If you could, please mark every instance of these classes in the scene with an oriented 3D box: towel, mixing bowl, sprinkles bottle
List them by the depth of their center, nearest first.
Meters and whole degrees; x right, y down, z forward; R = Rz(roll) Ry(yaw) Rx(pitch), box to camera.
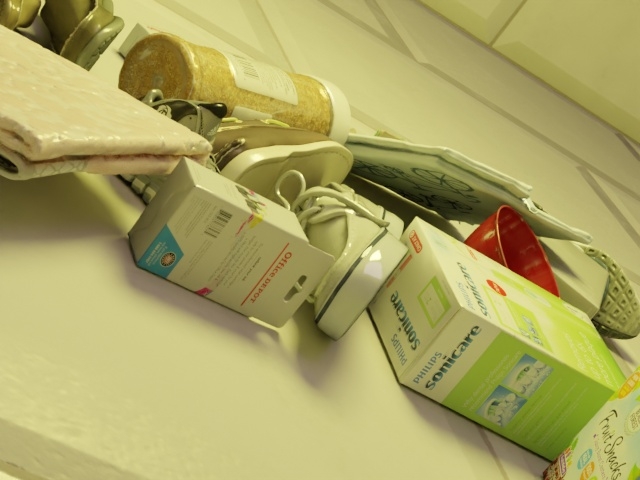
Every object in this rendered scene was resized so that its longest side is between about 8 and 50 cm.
[{"bbox_3d":[-0.311,-0.149,1.512,0.332,0.053,0.317,31,15,20],"label":"towel"},{"bbox_3d":[-0.101,-0.174,1.966,0.121,0.121,0.355,47,20,27],"label":"sprinkles bottle"},{"bbox_3d":[0.231,0.055,2.023,0.181,0.098,0.181,48,29,-38],"label":"mixing bowl"}]

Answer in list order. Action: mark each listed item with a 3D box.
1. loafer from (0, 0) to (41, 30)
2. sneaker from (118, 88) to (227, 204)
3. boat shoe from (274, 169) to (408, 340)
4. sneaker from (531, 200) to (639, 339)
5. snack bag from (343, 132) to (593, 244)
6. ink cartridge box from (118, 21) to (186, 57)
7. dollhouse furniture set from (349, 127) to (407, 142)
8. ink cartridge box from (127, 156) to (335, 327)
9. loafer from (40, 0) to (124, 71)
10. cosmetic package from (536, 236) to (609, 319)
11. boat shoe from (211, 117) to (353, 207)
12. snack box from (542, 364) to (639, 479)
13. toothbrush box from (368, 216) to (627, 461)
[{"bbox_3d":[-0.357,-0.276,1.835,0.050,0.056,0.148,26,20,-16],"label":"loafer"},{"bbox_3d":[-0.124,-0.077,1.653,0.228,0.132,0.086,42,18,15],"label":"sneaker"},{"bbox_3d":[0.005,-0.007,1.730,0.156,0.136,0.367,37,14,-4],"label":"boat shoe"},{"bbox_3d":[0.405,0.044,2.438,0.297,0.111,0.129,49,15,29],"label":"sneaker"},{"bbox_3d":[0.177,-0.076,2.164,0.342,0.037,0.323,24,-8,-37],"label":"snack bag"},{"bbox_3d":[-0.192,-0.225,2.035,0.122,0.052,0.088,45,19,27],"label":"ink cartridge box"},{"bbox_3d":[0.047,-0.150,2.275,0.151,0.076,0.058,23,21,-37],"label":"dollhouse furniture set"},{"bbox_3d":[-0.088,0.005,1.562,0.181,0.104,0.061,27,21,-31],"label":"ink cartridge box"},{"bbox_3d":[-0.298,-0.261,1.857,0.087,0.094,0.251,37,7,-20],"label":"loafer"},{"bbox_3d":[0.335,0.068,2.242,0.127,0.107,0.238,39,15,6],"label":"cosmetic package"},{"bbox_3d":[-0.063,-0.092,1.851,0.096,0.117,0.324,40,19,18],"label":"boat shoe"},{"bbox_3d":[0.316,0.246,1.623,0.070,0.174,0.207,36,18,-9],"label":"snack box"},{"bbox_3d":[0.209,0.124,1.817,0.283,0.122,0.206,28,20,-24],"label":"toothbrush box"}]
